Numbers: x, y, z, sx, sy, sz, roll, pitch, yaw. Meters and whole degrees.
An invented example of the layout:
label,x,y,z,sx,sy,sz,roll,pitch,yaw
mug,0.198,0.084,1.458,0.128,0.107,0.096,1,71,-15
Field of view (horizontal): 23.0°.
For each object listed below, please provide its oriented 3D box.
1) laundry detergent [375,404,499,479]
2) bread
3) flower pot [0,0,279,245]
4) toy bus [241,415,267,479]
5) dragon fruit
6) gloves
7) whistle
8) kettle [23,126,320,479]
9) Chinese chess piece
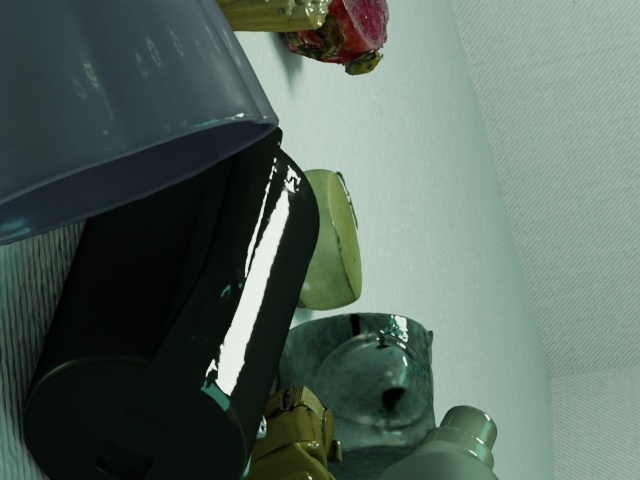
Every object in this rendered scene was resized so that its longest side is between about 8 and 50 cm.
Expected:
label,x,y,z,sx,sy,sz,roll,pitch,yaw
laundry detergent,0.107,0.340,1.663,0.125,0.264,0.398,51,48,-23
bread,-0.074,-0.380,1.904,0.274,0.149,0.274,-8,90,-82
flower pot,-0.192,-0.143,1.116,0.243,0.265,0.265,68,13,6
toy bus,-0.103,0.130,1.562,0.109,0.091,0.262,59,22,-30
dragon fruit,0.000,-0.358,2.236,0.211,0.147,0.282,8,70,-66
gloves,-0.030,0.285,1.600,0.141,0.154,0.331,46,19,-27
whistle,0.066,0.217,1.949,0.405,0.188,0.168,50,32,-64
kettle,-0.097,0.052,1.293,0.203,0.262,0.308,49,29,-25
Chinese chess piece,0.000,0.000,2.076,0.188,0.083,0.188,-12,90,-79
